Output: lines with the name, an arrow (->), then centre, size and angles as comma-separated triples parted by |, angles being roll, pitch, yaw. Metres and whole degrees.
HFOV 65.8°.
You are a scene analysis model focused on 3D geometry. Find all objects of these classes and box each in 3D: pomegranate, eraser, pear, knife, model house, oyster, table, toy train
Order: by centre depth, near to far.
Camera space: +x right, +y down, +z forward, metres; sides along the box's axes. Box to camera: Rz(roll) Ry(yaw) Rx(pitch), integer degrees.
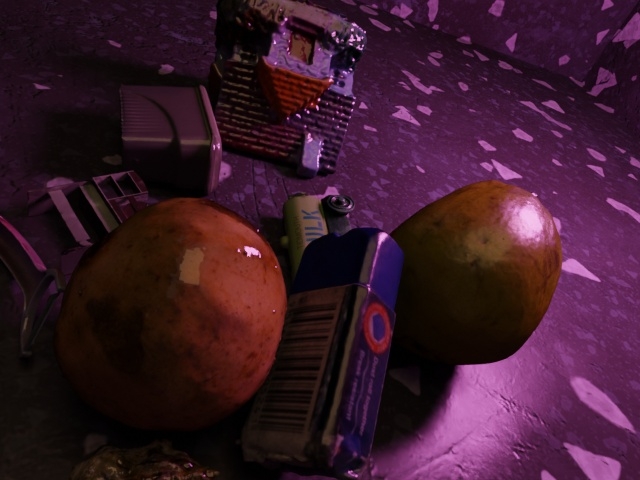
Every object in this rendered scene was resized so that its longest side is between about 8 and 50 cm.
oyster -> -0.202, 0.270, 0.559 | 0.166, 0.053, 0.108 | -1, 34, -19
pomegranate -> -0.173, 0.086, 0.608 | 0.281, 0.281, 0.281 | 15, 39, -12
eraser -> 0.009, 0.141, 0.667 | 0.101, 0.155, 0.332 | 45, 48, -34
knife -> -0.429, 0.040, 0.696 | 0.278, 0.123, 0.053 | 38, 6, 33
table -> -0.361, -0.035, 0.813 | 0.175, 0.062, 0.146 | -18, 55, -40
pear -> 0.252, 0.043, 0.831 | 0.287, 0.287, 0.375 | 40, 76, 18
toy train -> 0.000, 0.000, 0.948 | 0.157, 0.105, 0.253 | -2, 44, -9
model house -> -0.103, -0.333, 1.166 | 0.360, 0.297, 0.339 | 13, 71, -16

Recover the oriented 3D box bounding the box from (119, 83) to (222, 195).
box -> -0.310, -0.209, 0.999 | 0.178, 0.138, 0.274 | -2, 42, -21
